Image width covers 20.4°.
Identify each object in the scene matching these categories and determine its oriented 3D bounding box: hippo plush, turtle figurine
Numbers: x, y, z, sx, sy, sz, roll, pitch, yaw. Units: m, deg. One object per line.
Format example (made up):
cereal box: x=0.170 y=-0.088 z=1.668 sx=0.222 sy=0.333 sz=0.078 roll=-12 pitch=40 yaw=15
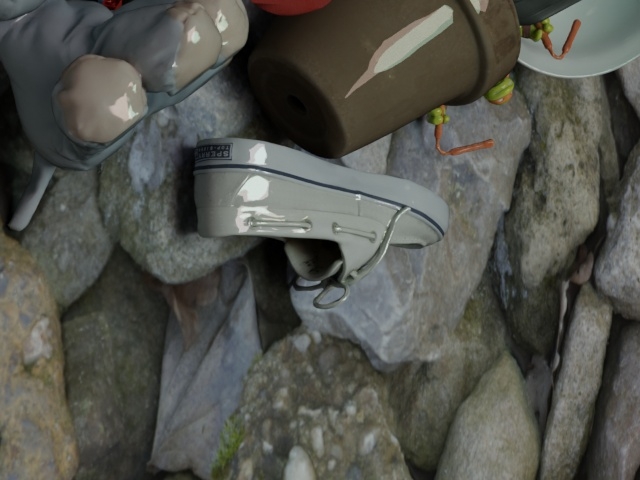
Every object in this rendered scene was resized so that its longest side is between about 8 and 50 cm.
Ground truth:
hippo plush: x=-0.221 y=-0.200 z=1.579 sx=0.234 sy=0.294 sz=0.236 roll=-40 pitch=93 yaw=-29
turtle figurine: x=0.194 y=-0.253 z=2.225 sx=0.269 sy=0.087 sz=0.217 roll=-42 pitch=116 yaw=-17

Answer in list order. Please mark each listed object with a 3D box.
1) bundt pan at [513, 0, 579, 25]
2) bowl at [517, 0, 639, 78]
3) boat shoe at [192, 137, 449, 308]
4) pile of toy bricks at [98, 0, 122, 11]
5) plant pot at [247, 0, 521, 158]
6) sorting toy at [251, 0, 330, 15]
bundt pan: x=0.178 y=-0.377 z=2.035 sx=0.331 sy=0.124 sz=0.331 roll=49 pitch=13 yaw=-16
bowl: x=0.325 y=-0.371 z=2.325 sx=0.297 sy=0.134 sz=0.298 roll=-6 pitch=115 yaw=-13
boat shoe: x=0.006 y=-0.001 z=1.937 sx=0.367 sy=0.136 sz=0.156 roll=15 pitch=77 yaw=-49
pile of toy bricks: x=-0.154 y=-0.219 z=1.781 sx=0.212 sy=0.118 sz=0.105 roll=-68 pitch=168 yaw=-51
plant pot: x=0.051 y=-0.211 z=1.939 sx=0.229 sy=0.263 sz=0.263 roll=-44 pitch=124 yaw=-24
sorting toy: x=-0.060 y=-0.413 z=1.826 sx=0.126 sy=0.127 sz=0.366 roll=-128 pitch=-155 yaw=-81
